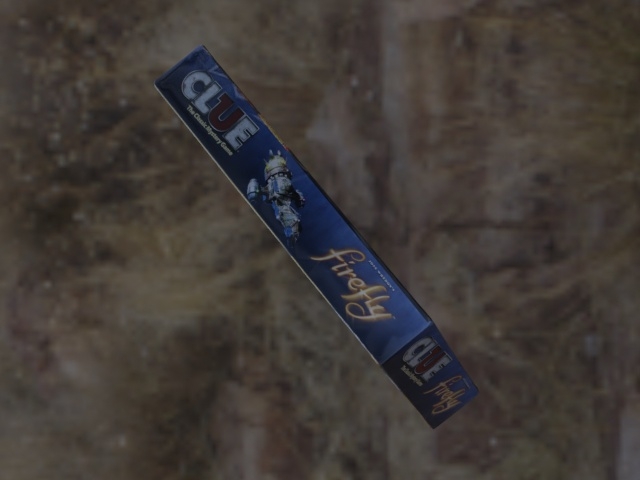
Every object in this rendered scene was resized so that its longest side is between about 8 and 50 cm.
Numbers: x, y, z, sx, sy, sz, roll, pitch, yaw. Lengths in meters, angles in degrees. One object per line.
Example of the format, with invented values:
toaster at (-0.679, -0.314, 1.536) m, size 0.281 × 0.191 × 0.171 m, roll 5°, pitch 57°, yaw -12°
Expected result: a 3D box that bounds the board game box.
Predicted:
board game box at (0.000, 0.000, 1.110) m, size 0.243 × 0.042 × 0.165 m, roll 51°, pitch 179°, yaw 24°
